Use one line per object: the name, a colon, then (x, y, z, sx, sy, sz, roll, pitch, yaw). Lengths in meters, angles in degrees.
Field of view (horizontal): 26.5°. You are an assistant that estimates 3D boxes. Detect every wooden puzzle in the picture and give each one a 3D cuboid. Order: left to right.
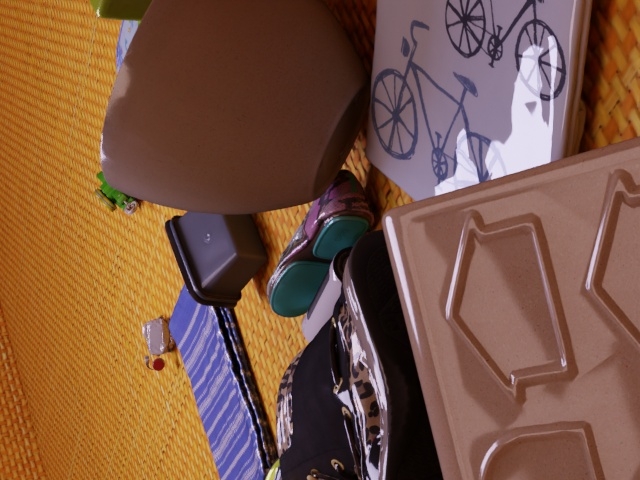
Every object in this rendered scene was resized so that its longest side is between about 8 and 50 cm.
wooden puzzle: (0.204, 0.101, 0.926, 0.348, 0.080, 0.322, -16, 86, 50)

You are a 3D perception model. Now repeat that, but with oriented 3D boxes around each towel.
towel: (-0.147, 0.215, 1.926, 0.243, 0.040, 0.336, 119, 136, -58)

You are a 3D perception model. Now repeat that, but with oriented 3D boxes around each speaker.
speaker: (0.022, 0.064, 1.447, 0.136, 0.055, 0.055, 116, 139, -55)

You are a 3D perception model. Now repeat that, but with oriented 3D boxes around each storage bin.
storage bin: (-0.122, 0.006, 1.734, 0.091, 0.098, 0.135, -42, 56, 32)

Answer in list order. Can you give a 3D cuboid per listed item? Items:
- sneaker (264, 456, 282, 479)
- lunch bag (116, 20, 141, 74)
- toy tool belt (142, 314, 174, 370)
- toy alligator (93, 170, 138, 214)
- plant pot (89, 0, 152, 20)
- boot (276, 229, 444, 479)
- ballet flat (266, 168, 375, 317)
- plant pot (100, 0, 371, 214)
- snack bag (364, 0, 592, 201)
sneaker: (0.015, 0.380, 1.556, 0.121, 0.111, 0.300, -8, 95, 54)
lunch bag: (-0.215, -0.249, 1.833, 0.219, 0.090, 0.176, 114, 140, -53)
toy tool belt: (-0.254, 0.162, 2.159, 0.051, 0.052, 0.083, -31, -63, -81)
toy alligator: (-0.321, -0.067, 2.216, 0.051, 0.056, 0.189, 44, 177, -34)
plant pot: (-0.144, -0.384, 1.454, 0.227, 0.228, 0.207, 66, 147, 32)
boot: (0.061, 0.213, 1.303, 0.284, 0.138, 0.377, 125, 135, -58)
ballet flat: (0.000, 0.000, 1.467, 0.221, 0.076, 0.079, 122, 153, -51)
plant pot: (-0.062, -0.137, 1.345, 0.191, 0.284, 0.284, 27, 138, 10)
snack bag: (0.126, -0.162, 1.135, 0.323, 0.037, 0.343, -135, 41, -53)
